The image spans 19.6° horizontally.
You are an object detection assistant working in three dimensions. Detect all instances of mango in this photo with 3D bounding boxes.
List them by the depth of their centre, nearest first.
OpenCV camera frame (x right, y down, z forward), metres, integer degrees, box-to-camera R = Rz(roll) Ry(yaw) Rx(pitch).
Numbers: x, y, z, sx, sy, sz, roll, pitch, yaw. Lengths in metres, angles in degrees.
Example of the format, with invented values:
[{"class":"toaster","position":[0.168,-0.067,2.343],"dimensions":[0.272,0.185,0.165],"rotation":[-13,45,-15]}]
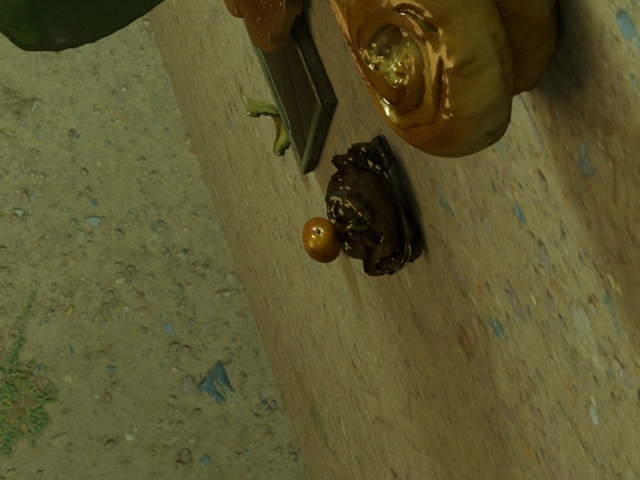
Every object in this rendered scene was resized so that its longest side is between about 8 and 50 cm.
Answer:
[{"class":"mango","position":[0.000,0.000,2.318],"dimensions":[0.089,0.046,0.060],"rotation":[149,100,-86]}]

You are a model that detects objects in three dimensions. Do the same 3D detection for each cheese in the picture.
[{"class":"cheese","position":[-0.064,-0.153,2.383],"dimensions":[0.084,0.041,0.060],"rotation":[55,-178,-9]}]

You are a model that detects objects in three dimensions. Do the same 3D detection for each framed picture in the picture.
[{"class":"framed picture","position":[-0.045,-0.221,2.160],"dimensions":[0.324,0.020,0.240],"rotation":[105,143,-77]}]

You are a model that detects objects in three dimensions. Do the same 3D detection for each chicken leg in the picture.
[{"class":"chicken leg","position":[0.056,-0.015,1.847],"dimensions":[0.196,0.080,0.125],"rotation":[68,-174,-51]}]

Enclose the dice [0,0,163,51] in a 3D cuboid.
[{"class":"dice","position":[-0.244,-0.394,1.745],"dimensions":[0.322,0.318,0.330],"rotation":[53,169,8]}]

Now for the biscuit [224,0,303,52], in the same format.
[{"class":"biscuit","position":[-0.078,-0.317,1.997],"dimensions":[0.225,0.036,0.166],"rotation":[63,154,21]}]

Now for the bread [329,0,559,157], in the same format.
[{"class":"bread","position":[0.067,-0.170,1.187],"dimensions":[0.198,0.120,0.236],"rotation":[123,127,-78]}]
